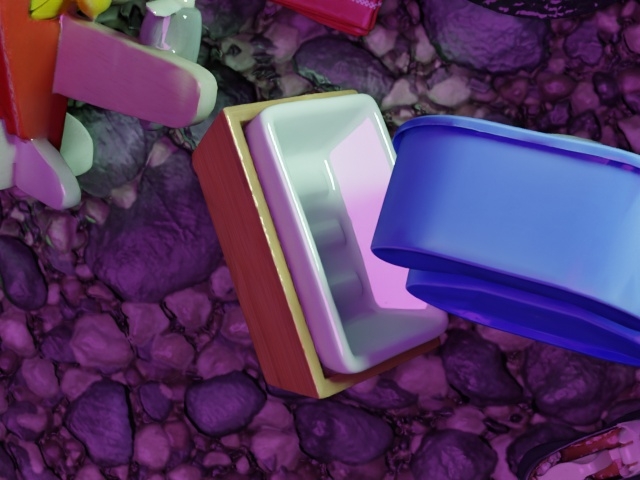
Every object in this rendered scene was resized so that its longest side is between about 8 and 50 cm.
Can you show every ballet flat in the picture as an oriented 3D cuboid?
[{"bbox_3d":[0.293,0.219,1.335,0.203,0.074,0.074,-21,88,19],"label":"ballet flat"}]

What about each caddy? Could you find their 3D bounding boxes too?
[{"bbox_3d":[0.214,-0.016,1.236,0.341,0.241,0.179,15,76,26],"label":"caddy"}]

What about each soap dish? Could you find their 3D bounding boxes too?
[{"bbox_3d":[0.000,0.000,1.343,0.118,0.229,0.290,-19,89,36],"label":"soap dish"}]

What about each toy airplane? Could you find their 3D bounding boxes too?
[{"bbox_3d":[-0.286,-0.232,1.418,0.386,0.272,0.384,53,146,-1],"label":"toy airplane"}]

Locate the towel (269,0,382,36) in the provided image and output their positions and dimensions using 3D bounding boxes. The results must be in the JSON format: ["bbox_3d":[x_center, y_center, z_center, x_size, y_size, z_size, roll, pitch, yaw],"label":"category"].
[{"bbox_3d":[0.008,-0.373,1.400,0.199,0.031,0.274,22,101,16],"label":"towel"}]

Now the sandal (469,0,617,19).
[{"bbox_3d":[0.107,-0.314,1.287,0.446,0.107,0.167,18,125,4],"label":"sandal"}]
